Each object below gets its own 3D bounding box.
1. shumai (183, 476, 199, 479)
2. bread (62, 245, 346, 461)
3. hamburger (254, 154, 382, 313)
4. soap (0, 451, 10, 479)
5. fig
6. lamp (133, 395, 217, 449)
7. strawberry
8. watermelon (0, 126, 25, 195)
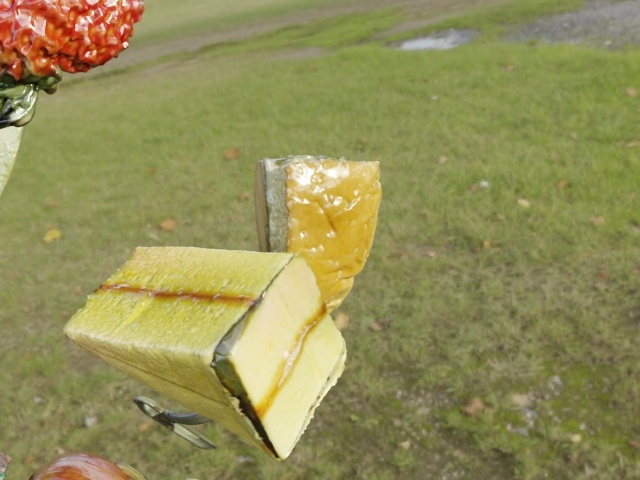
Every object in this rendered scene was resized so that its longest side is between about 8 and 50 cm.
[{"bbox_3d":[-0.320,0.670,2.041,0.146,0.145,0.116,-18,3,-15],"label":"shumai"},{"bbox_3d":[-0.125,0.113,0.918,0.264,0.163,0.167,3,42,38],"label":"bread"},{"bbox_3d":[0.000,0.000,0.983,0.155,0.207,0.135,2,-3,-13],"label":"hamburger"},{"bbox_3d":[-0.608,0.266,1.244,0.098,0.273,0.218,-43,49,-19],"label":"soap"},{"bbox_3d":[-0.305,0.369,1.052,0.205,0.205,0.205,-11,18,4],"label":"fig"},{"bbox_3d":[-0.169,0.295,1.507,0.283,0.203,0.124,-36,44,6],"label":"lamp"},{"bbox_3d":[-0.256,-0.242,0.745,0.188,0.286,0.106,19,-17,12],"label":"strawberry"},{"bbox_3d":[-0.593,-0.107,1.250,0.310,0.232,0.193,-48,0,20],"label":"watermelon"}]
